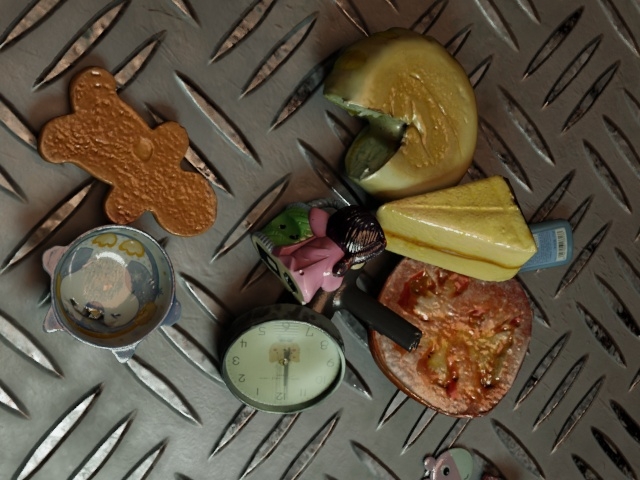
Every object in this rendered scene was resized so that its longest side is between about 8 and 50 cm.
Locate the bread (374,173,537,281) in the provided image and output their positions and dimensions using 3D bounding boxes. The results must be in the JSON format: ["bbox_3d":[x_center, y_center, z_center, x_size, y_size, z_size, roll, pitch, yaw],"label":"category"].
[{"bbox_3d":[0.233,0.007,1.729,0.264,0.167,0.163,-14,68,-15],"label":"bread"}]

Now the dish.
[{"bbox_3d":[-0.357,0.079,1.546,0.228,0.086,0.236,-43,114,-17],"label":"dish"}]

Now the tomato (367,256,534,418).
[{"bbox_3d":[0.234,0.176,1.837,0.338,0.143,0.338,4,72,-14],"label":"tomato"}]

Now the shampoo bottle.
[{"bbox_3d":[0.415,0.019,1.982,0.258,0.061,0.103,-9,101,-28],"label":"shampoo bottle"}]

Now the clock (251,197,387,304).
[{"bbox_3d":[0.000,0.000,1.676,0.195,0.194,0.100,-31,138,-14],"label":"clock"}]

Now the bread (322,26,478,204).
[{"bbox_3d":[0.148,-0.225,1.751,0.333,0.160,0.332,-5,100,-30],"label":"bread"}]

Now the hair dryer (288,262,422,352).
[{"bbox_3d":[0.070,0.127,1.718,0.197,0.251,0.089,-56,159,-12],"label":"hair dryer"}]

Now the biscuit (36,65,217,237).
[{"bbox_3d":[-0.306,-0.121,1.564,0.324,0.049,0.205,36,70,-21],"label":"biscuit"}]

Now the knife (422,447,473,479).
[{"bbox_3d":[0.258,0.630,1.976,0.132,0.038,0.398,1,96,-27],"label":"knife"}]

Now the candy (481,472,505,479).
[{"bbox_3d":[0.387,0.528,1.999,0.103,0.103,0.043,29,82,-28],"label":"candy"}]

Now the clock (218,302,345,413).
[{"bbox_3d":[-0.067,0.213,1.672,0.226,0.049,0.226,-1,122,-2],"label":"clock"}]
